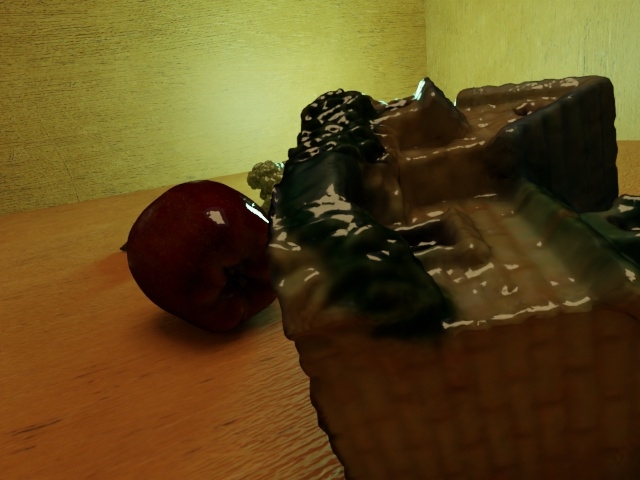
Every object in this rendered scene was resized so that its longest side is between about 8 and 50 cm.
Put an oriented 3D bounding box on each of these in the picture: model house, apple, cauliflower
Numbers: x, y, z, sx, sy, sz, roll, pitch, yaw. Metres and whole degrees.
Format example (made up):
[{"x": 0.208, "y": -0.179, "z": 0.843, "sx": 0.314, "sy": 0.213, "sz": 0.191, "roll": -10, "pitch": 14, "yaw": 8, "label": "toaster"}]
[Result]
[{"x": 0.200, "y": 0.008, "z": 0.523, "sx": 0.400, "sy": 0.395, "sz": 0.445, "roll": -10, "pitch": 25, "yaw": 12, "label": "model house"}, {"x": -0.221, "y": 0.024, "z": 0.906, "sx": 0.288, "sy": 0.288, "sz": 0.317, "roll": -17, "pitch": 28, "yaw": -32, "label": "apple"}, {"x": -0.080, "y": -0.161, "z": 1.476, "sx": 0.327, "sy": 0.260, "sz": 0.281, "roll": 25, "pitch": 9, "yaw": -21, "label": "cauliflower"}]

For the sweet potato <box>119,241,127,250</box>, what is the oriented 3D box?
[{"x": -0.533, "y": 0.015, "z": 1.417, "sx": 0.281, "sy": 0.067, "sz": 0.059, "roll": 4, "pitch": -18, "yaw": 47, "label": "sweet potato"}]
